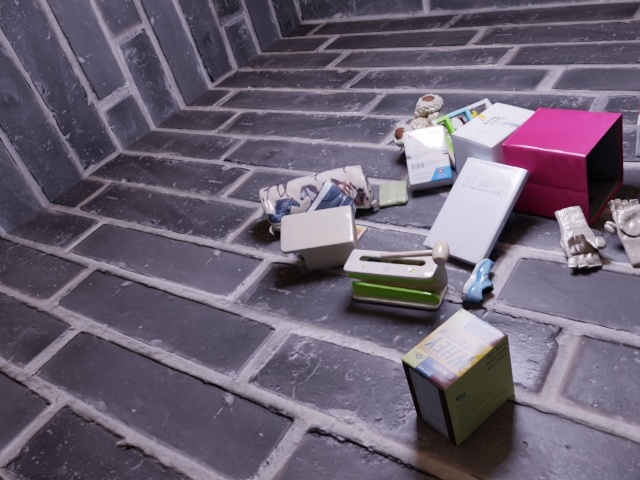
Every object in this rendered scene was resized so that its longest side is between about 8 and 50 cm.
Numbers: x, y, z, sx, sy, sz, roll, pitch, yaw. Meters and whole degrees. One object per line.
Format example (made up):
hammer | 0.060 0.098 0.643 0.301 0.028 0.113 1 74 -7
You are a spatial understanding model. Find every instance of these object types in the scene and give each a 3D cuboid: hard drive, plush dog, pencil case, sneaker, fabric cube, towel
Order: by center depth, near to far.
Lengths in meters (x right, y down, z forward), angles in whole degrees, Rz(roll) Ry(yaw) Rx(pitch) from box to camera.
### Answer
sneaker | 0.455 0.120 1.679 0.073 0.063 0.162 24 55 22
hard drive | 0.474 -0.091 1.825 0.210 0.040 0.318 23 82 43
fabric cube | 0.750 -0.233 1.839 0.258 0.259 0.254 16 48 42
sneaker | 0.024 -0.071 2.046 0.226 0.164 0.086 -54 8 16
pencil case | -0.006 -0.149 2.154 0.411 0.160 0.183 -14 79 5
towel | 0.264 -0.173 2.178 0.110 0.027 0.148 -9 36 15
plush dog | 0.439 -0.398 2.310 0.225 0.210 0.262 33 76 28

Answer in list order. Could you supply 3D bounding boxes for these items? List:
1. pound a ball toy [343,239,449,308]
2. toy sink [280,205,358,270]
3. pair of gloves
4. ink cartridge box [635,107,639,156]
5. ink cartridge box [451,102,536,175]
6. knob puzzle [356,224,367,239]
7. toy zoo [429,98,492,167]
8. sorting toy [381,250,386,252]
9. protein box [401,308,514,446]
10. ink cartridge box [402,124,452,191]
pound a ball toy | 0.233 0.069 1.705 0.320 0.208 0.135 3 41 29
toy sink | 0.000 0.000 1.950 0.235 0.131 0.152 -9 51 8
pair of gloves | 0.789 -0.021 1.651 0.240 0.042 0.204 -8 62 18
ink cartridge box | 1.131 -0.357 1.943 0.176 0.127 0.128 5 41 29
ink cartridge box | 0.581 -0.318 1.980 0.233 0.171 0.168 -35 41 -22
knob puzzle | 0.040 -0.007 2.052 0.213 0.029 0.213 -12 36 9
toy zoo | 0.579 -0.412 2.236 0.294 0.192 0.030 -23 -9 -13
sorting toy | 0.177 0.059 1.914 0.083 0.012 0.062 -23 30 -1
protein box | 0.314 0.306 1.349 0.200 0.201 0.136 -34 38 -21
ink cartridge box | 0.386 -0.294 2.145 0.148 0.086 0.202 -9 75 14
